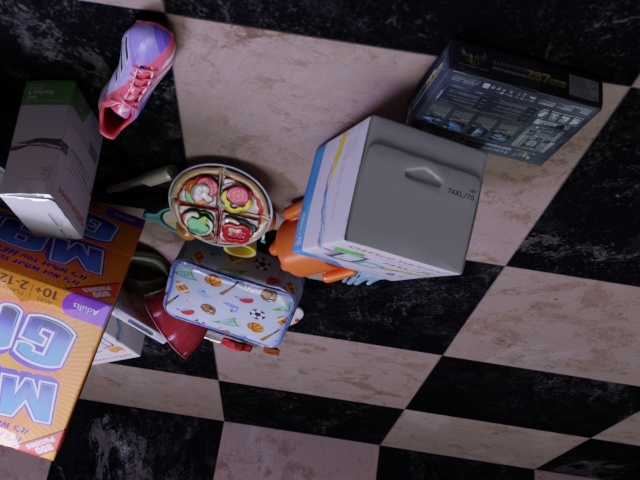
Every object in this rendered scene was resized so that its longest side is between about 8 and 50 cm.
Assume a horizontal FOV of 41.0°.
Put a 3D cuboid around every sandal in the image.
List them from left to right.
[{"bbox_3d":[-0.422,0.096,2.078,0.120,0.086,0.302,0,154,19],"label":"sandal"}]

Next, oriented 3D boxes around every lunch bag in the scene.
[{"bbox_3d":[-0.200,0.116,1.912,0.304,0.115,0.243,20,138,-2],"label":"lunch bag"}]

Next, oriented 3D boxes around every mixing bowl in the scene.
[{"bbox_3d":[-0.330,0.182,2.053,0.098,0.181,0.181,-35,148,0],"label":"mixing bowl"}]

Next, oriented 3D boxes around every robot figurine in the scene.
[{"bbox_3d":[0.001,0.001,1.683,0.128,0.158,0.219,1,167,-45],"label":"robot figurine"}]

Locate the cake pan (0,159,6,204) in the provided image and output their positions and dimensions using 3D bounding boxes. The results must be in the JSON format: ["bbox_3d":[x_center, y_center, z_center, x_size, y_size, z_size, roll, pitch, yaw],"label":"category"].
[{"bbox_3d":[-0.620,-0.159,1.452,0.293,0.054,0.293,37,172,6],"label":"cake pan"}]

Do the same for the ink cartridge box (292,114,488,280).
[{"bbox_3d":[0.102,-0.056,1.365,0.198,0.197,0.270,16,171,-15],"label":"ink cartridge box"}]

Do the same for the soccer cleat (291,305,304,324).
[{"bbox_3d":[-0.136,0.198,2.245,0.196,0.076,0.068,-18,118,14],"label":"soccer cleat"}]

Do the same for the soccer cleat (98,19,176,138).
[{"bbox_3d":[-0.281,-0.239,1.292,0.083,0.095,0.248,19,154,-22],"label":"soccer cleat"}]

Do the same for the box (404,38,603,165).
[{"bbox_3d":[0.260,-0.195,1.250,0.233,0.059,0.183,13,155,-10],"label":"box"}]

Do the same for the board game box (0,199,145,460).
[{"bbox_3d":[-0.576,0.116,1.599,0.356,0.356,0.356,21,112,-12],"label":"board game box"}]

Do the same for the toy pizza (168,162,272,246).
[{"bbox_3d":[-0.190,-0.059,1.612,0.201,0.032,0.201,5,131,6],"label":"toy pizza"}]

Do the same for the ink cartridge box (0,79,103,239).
[{"bbox_3d":[-0.442,-0.131,1.426,0.093,0.219,0.160,2,154,6],"label":"ink cartridge box"}]

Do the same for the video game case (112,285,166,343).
[{"bbox_3d":[-0.474,0.133,2.068,0.026,0.227,0.206,-42,143,2],"label":"video game case"}]

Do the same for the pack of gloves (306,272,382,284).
[{"bbox_3d":[0.085,0.050,1.887,0.195,0.046,0.232,11,161,-33],"label":"pack of gloves"}]

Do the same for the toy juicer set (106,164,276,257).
[{"bbox_3d":[-0.242,-0.055,1.688,0.329,0.089,0.209,21,153,-24],"label":"toy juicer set"}]

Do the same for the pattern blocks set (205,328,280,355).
[{"bbox_3d":[-0.244,0.263,2.292,0.286,0.026,0.325,15,177,26],"label":"pattern blocks set"}]

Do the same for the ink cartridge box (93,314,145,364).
[{"bbox_3d":[-0.581,0.192,2.204,0.171,0.168,0.232,-12,145,24],"label":"ink cartridge box"}]
